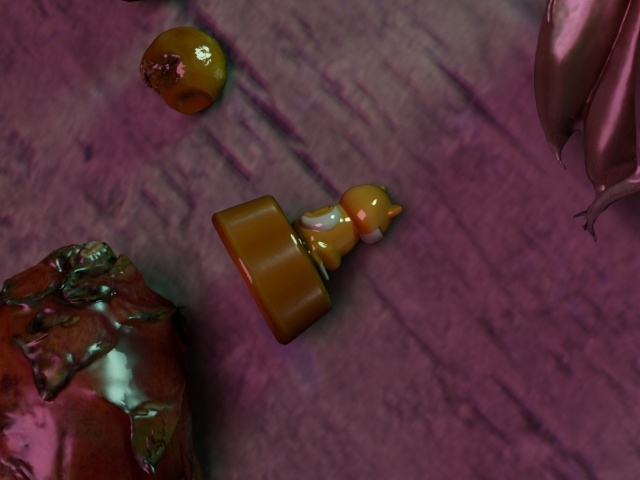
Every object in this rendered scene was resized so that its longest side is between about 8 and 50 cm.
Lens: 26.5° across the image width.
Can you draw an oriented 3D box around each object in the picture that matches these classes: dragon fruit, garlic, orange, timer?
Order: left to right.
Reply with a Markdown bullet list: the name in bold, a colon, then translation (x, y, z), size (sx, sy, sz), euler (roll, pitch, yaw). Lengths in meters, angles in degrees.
- **dragon fruit**: translation (-0.225, 0.170, 1.227), size (0.250, 0.250, 0.315), euler (-20, 65, 23)
- **orange**: translation (-0.130, -0.163, 1.283), size (0.086, 0.062, 0.086), euler (-2, 85, 23)
- **timer**: translation (0.000, 0.000, 1.196), size (0.152, 0.132, 0.132), euler (-29, 74, -3)
- **garlic**: translation (0.272, -0.143, 1.008), size (0.237, 0.210, 0.292), euler (1, 92, 18)
